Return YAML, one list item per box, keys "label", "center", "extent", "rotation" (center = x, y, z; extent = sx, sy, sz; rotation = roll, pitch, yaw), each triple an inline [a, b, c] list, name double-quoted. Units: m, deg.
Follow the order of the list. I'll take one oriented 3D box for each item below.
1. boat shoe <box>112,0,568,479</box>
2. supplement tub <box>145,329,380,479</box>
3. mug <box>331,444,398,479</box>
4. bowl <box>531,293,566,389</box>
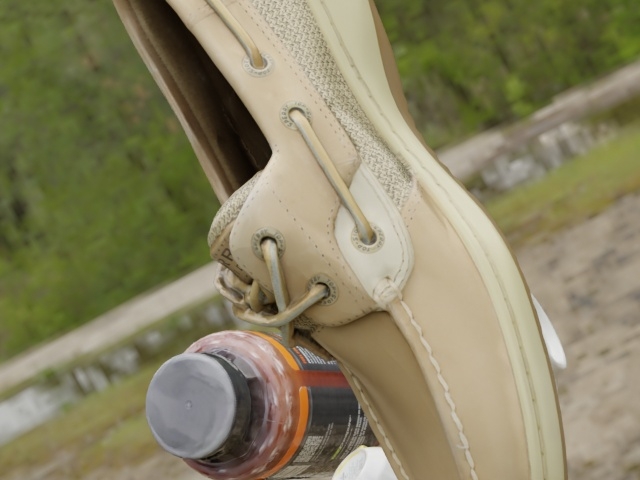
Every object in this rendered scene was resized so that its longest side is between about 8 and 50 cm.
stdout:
- label: "boat shoe"
  center: [0.000, 0.000, 0.833]
  extent: [0.110, 0.341, 0.121]
  rotation: [-17, -20, -24]
- label: "supplement tub"
  center: [-0.038, 0.114, 1.278]
  extent: [0.106, 0.106, 0.198]
  rotation: [-24, -16, 24]
- label: "mug"
  center: [0.037, 0.162, 1.162]
  extent: [0.062, 0.064, 0.078]
  rotation: [-57, 20, -19]
- label: "bowl"
  center: [0.126, 0.079, 1.342]
  extent: [0.080, 0.170, 0.170]
  rotation: [-31, 6, 15]
